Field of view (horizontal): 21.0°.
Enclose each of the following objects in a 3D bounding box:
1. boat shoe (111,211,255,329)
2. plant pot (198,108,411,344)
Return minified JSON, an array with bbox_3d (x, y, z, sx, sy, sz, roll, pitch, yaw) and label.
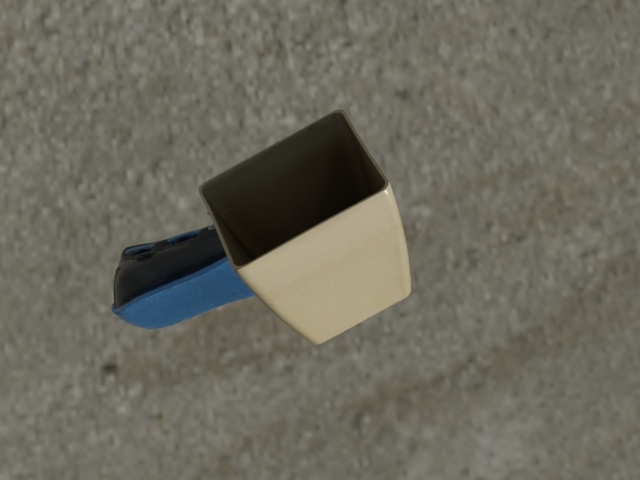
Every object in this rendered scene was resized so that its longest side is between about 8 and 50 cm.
[{"bbox_3d":[-0.084,-0.001,1.576,0.258,0.089,0.109,-16,150,14],"label":"boat shoe"},{"bbox_3d":[0.000,0.000,1.107,0.109,0.109,0.096,-29,124,1],"label":"plant pot"}]
